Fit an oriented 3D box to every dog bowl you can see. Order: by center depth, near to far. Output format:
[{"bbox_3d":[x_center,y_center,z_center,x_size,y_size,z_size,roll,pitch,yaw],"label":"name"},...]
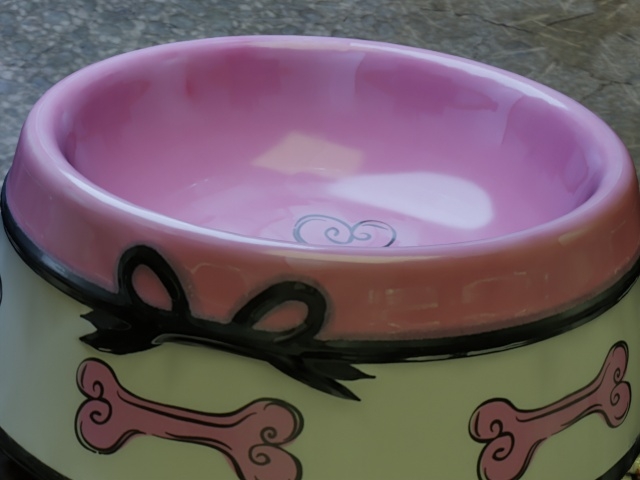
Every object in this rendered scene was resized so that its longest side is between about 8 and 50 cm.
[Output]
[{"bbox_3d":[0.000,0.000,0.779,0.407,0.150,0.408,4,25,-2],"label":"dog bowl"}]

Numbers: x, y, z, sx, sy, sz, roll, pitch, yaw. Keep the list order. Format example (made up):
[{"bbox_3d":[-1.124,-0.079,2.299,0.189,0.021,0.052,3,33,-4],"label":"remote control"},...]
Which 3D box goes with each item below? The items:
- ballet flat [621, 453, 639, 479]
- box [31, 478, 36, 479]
[{"bbox_3d":[0.204,0.146,0.799,0.240,0.091,0.077,8,63,4],"label":"ballet flat"},{"bbox_3d":[-0.045,0.152,0.759,0.175,0.051,0.220,31,44,24],"label":"box"}]
